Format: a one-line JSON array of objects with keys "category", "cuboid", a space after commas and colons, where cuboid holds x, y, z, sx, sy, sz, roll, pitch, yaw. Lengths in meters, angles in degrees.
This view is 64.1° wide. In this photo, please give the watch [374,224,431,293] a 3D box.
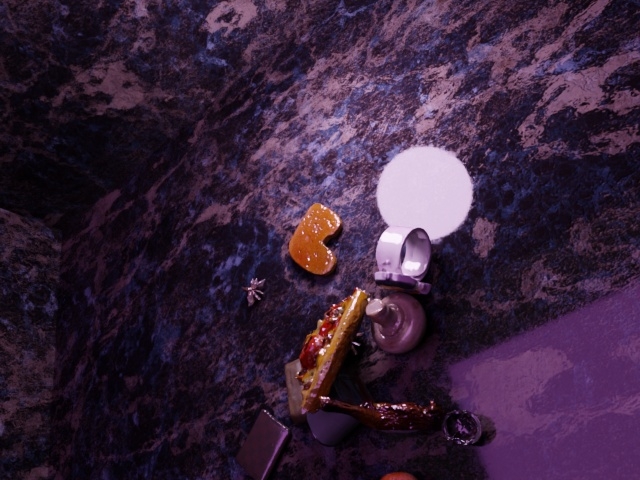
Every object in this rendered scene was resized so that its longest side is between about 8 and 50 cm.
[{"category": "watch", "cuboid": [0.288, 0.062, 1.738, 0.196, 0.244, 0.232, 11, 84, 41]}]

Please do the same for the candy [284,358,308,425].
[{"category": "candy", "cuboid": [-0.063, 0.555, 1.891, 0.104, 0.102, 0.234, -27, 53, 27]}]

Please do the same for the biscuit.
[{"category": "biscuit", "cuboid": [0.001, 0.001, 2.124, 0.262, 0.052, 0.277, 27, 88, 38]}]

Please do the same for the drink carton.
[{"category": "drink carton", "cuboid": [0.061, 0.577, 1.736, 0.189, 0.191, 0.186, -46, 51, 21]}]

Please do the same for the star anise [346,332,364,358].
[{"category": "star anise", "cuboid": [0.105, 0.366, 1.881, 0.141, 0.042, 0.141, -14, 66, 34]}]

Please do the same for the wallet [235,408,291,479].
[{"category": "wallet", "cuboid": [-0.217, 0.782, 1.949, 0.182, 0.049, 0.229, 24, 84, 42]}]

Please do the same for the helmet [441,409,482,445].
[{"category": "helmet", "cuboid": [0.427, 0.555, 1.522, 0.123, 0.070, 0.098, -7, 72, 28]}]

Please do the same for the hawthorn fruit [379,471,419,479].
[{"category": "hawthorn fruit", "cuboid": [0.229, 0.775, 1.516, 0.172, 0.172, 0.173, -16, 61, 32]}]

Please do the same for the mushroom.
[{"category": "mushroom", "cuboid": [0.258, 0.266, 1.712, 0.206, 0.209, 0.207, -7, 53, 9]}]

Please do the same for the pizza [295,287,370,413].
[{"category": "pizza", "cuboid": [-0.003, 0.371, 1.785, 0.440, 0.130, 0.406, -62, 12, -20]}]

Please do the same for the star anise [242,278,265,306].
[{"category": "star anise", "cuboid": [-0.285, 0.211, 2.250, 0.129, 0.056, 0.124, -40, 50, 18]}]

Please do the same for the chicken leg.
[{"category": "chicken leg", "cuboid": [0.187, 0.536, 1.578, 0.406, 0.158, 0.096, 8, 58, -5]}]
